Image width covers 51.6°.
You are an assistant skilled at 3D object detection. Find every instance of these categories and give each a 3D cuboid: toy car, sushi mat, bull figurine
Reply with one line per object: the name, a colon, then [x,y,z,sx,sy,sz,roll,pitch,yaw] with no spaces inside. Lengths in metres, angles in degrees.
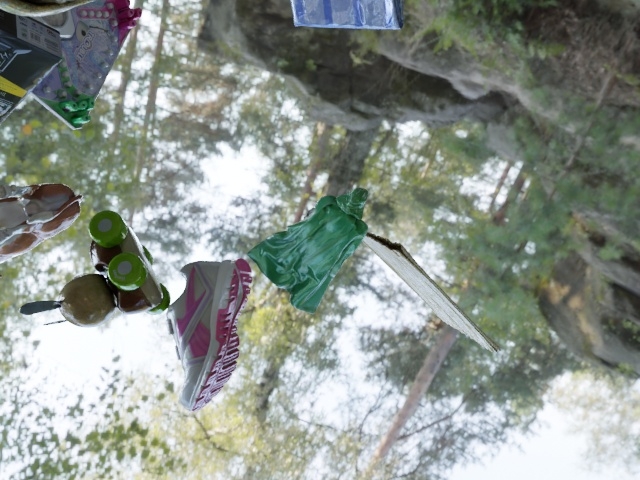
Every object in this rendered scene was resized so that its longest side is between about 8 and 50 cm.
toy car: [-0.345,0.070,0.993,0.189,0.155,0.148,-28,-112,-8]
sushi mat: [0.168,0.076,1.069,0.316,0.019,0.151,43,175,-35]
bull figurine: [-0.551,-0.007,1.113,0.101,0.311,0.188,60,-168,1]

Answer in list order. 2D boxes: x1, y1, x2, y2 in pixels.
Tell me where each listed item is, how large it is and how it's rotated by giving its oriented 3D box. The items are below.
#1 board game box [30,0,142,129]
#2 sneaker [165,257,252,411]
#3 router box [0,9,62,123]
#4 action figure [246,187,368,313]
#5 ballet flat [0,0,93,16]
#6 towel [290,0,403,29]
board game box: [-0.604,-0.519,1.495,0.050,0.390,0.389,-5,-123,32]
sneaker: [-0.191,0.144,1.059,0.111,0.252,0.103,12,176,16]
router box: [-0.694,-0.363,1.250,0.309,0.243,0.080,20,-134,-50]
action figure: [0.000,0.000,0.935,0.137,0.232,0.063,39,-135,-4]
ballet flat: [-0.139,-0.282,0.565,0.349,0.123,0.123,-20,-145,5]
towel: [0.024,-0.458,1.004,0.209,0.284,0.034,12,-136,25]
